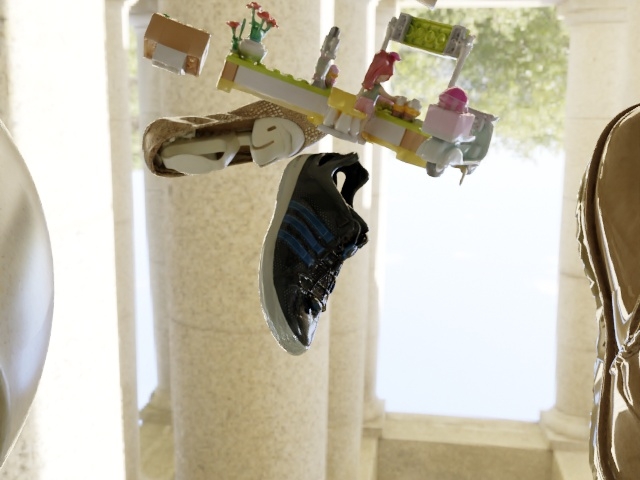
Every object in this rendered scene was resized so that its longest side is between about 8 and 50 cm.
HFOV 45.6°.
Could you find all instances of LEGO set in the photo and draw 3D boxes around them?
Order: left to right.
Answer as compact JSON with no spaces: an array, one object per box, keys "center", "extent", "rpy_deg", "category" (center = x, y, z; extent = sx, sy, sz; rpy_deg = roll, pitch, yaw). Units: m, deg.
[{"center":[0.009,-0.139,0.581],"extent":[0.287,0.107,0.132],"rpy_deg":[25,-168,23],"category":"LEGO set"}]

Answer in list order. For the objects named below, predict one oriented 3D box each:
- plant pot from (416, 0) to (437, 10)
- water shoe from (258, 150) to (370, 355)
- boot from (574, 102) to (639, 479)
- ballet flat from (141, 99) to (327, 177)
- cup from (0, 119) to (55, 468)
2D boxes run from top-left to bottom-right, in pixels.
[{"center":[0.070,-0.462,0.954],"extent":[0.274,0.256,0.256],"rpy_deg":[23,-168,1],"category":"plant pot"},{"center":[0.000,0.000,0.660],"extent":[0.080,0.203,0.073],"rpy_deg":[-10,145,23],"category":"water shoe"},{"center":[0.172,-0.013,0.272],"extent":[0.089,0.236,0.269],"rpy_deg":[4,157,5],"category":"boot"},{"center":[-0.079,-0.095,0.755],"extent":[0.206,0.073,0.067],"rpy_deg":[-10,-135,11],"category":"ballet flat"},{"center":[-0.290,0.052,0.422],"extent":[0.331,0.330,0.237],"rpy_deg":[-7,-155,-35],"category":"cup"}]
